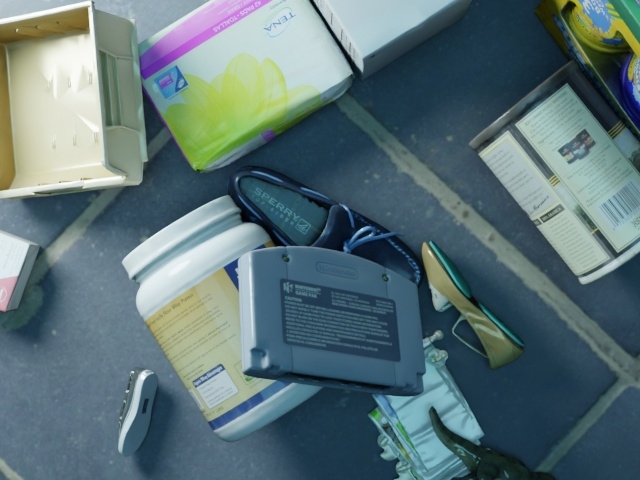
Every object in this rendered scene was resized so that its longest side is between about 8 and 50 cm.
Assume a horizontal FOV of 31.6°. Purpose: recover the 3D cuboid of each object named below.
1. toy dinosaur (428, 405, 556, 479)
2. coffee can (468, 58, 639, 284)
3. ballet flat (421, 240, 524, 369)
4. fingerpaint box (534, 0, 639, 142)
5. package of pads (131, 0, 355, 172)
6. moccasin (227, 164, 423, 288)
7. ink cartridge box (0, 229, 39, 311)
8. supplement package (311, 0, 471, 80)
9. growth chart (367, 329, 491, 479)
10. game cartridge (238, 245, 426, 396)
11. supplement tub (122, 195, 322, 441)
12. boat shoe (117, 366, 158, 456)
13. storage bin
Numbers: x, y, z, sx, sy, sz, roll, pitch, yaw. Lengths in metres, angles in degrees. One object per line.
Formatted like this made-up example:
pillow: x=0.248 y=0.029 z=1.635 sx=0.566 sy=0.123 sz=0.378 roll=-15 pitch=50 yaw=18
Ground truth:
toy dinosaur: x=0.251 y=0.369 z=1.752 sx=0.268 sy=0.064 sz=0.118 roll=31 pitch=84 yaw=-12
coffee can: x=0.385 y=-0.101 z=1.697 sx=0.201 sy=0.201 sz=0.275 roll=-38 pitch=89 yaw=1
ballet flat: x=0.219 y=0.106 z=1.762 sx=0.073 sy=0.080 sz=0.232 roll=-42 pitch=88 yaw=12
fingerpaint box: x=0.518 y=-0.233 z=1.611 sx=0.163 sy=0.371 sz=0.445 roll=-35 pitch=89 yaw=0
package of pads: x=-0.121 y=-0.263 z=1.763 sx=0.296 sy=0.101 sz=0.229 roll=-32 pitch=87 yaw=2
moccasin: x=0.000 y=0.000 z=1.747 sx=0.342 sy=0.117 sz=0.138 roll=25 pitch=90 yaw=0
ink cartridge box: x=-0.561 y=0.026 z=1.788 sx=0.198 sy=0.067 sz=0.115 roll=20 pitch=90 yaw=2
supplement package: x=0.076 y=-0.416 z=1.713 sx=0.199 sy=0.198 sz=0.263 roll=-32 pitch=88 yaw=0
growth chart: x=0.163 y=0.283 z=1.786 sx=0.172 sy=0.021 sz=0.237 roll=-25 pitch=88 yaw=2
game cartridge: x=0.017 y=0.111 z=1.619 sx=0.297 sy=0.062 sz=0.198 roll=13 pitch=57 yaw=-31
supplement tub: x=-0.133 y=0.115 z=1.694 sx=0.228 sy=0.228 sz=0.316 roll=-33 pitch=89 yaw=1
boat shoe: x=-0.295 y=0.269 z=1.791 sx=0.040 sy=0.049 sz=0.142 roll=18 pitch=91 yaw=35
storage bin: x=-0.411 y=-0.203 z=1.717 sx=0.262 sy=0.123 sz=0.261 roll=-5 pitch=89 yaw=23
